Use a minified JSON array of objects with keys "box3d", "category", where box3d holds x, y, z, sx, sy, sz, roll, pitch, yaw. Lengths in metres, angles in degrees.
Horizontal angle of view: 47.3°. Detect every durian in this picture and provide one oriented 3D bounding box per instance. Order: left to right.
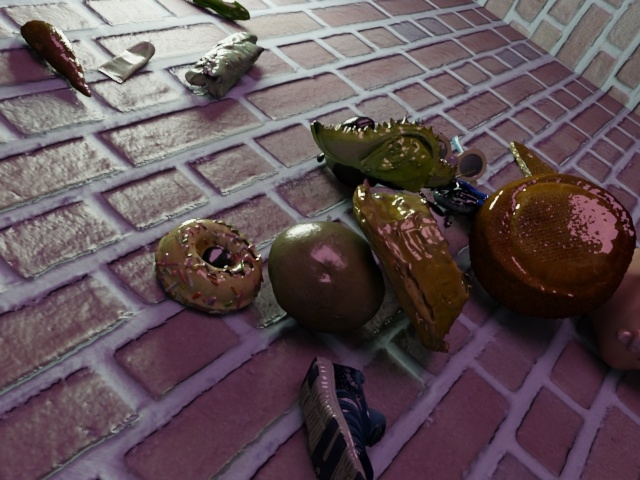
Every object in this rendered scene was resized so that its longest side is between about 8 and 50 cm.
[{"box3d":[0.157,-0.162,1.399,0.374,0.106,0.132,15,80,-23],"category":"durian"}]

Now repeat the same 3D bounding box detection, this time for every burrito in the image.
[{"box3d":[-0.204,-0.400,1.616,0.096,0.066,0.309,34,35,-4],"category":"burrito"}]

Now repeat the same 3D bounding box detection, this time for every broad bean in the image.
[{"box3d":[-0.289,-0.614,1.838,0.254,0.046,0.065,27,35,-4],"category":"broad bean"}]

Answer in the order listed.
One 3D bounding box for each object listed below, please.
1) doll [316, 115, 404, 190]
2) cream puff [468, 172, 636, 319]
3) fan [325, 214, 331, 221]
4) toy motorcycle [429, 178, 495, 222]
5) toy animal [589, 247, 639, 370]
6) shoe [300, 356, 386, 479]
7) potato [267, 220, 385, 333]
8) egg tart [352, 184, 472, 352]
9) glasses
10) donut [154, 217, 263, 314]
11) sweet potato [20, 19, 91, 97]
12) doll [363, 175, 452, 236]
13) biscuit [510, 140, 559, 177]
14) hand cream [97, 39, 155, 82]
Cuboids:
[{"box3d":[0.118,-0.176,1.508,0.234,0.144,0.135,0,3,-24],"category":"doll"},{"box3d":[0.436,0.016,1.409,0.303,0.303,0.212,48,-7,23],"category":"cream puff"},{"box3d":[0.000,0.000,1.319,0.113,0.005,0.175,28,34,-5],"category":"fan"},{"box3d":[0.387,-0.061,1.604,0.315,0.113,0.169,23,24,3],"category":"toy motorcycle"},{"box3d":[0.644,0.137,1.474,0.269,0.237,0.326,29,30,19],"category":"toy animal"},{"box3d":[0.039,0.243,0.965,0.106,0.092,0.207,11,35,-18],"category":"shoe"},{"box3d":[0.014,0.054,1.135,0.235,0.160,0.178,-15,95,-63],"category":"potato"},{"box3d":[0.157,0.030,1.178,0.315,0.120,0.315,63,6,-13],"category":"egg tart"},{"box3d":[0.308,-0.246,1.788,0.189,0.088,0.221,20,36,-15],"category":"glasses"},{"box3d":[-0.163,0.032,1.101,0.174,0.068,0.175,20,35,-15],"category":"donut"},{"box3d":[-0.483,-0.348,1.342,0.226,0.068,0.068,44,36,17],"category":"sweet potato"},{"box3d":[0.151,-0.040,1.398,0.180,0.107,0.110,16,58,-11],"category":"doll"},{"box3d":[0.600,-0.181,1.982,0.131,0.026,0.237,16,36,-24],"category":"biscuit"},{"box3d":[-0.383,-0.364,1.474,0.057,0.037,0.165,31,42,0],"category":"hand cream"}]
